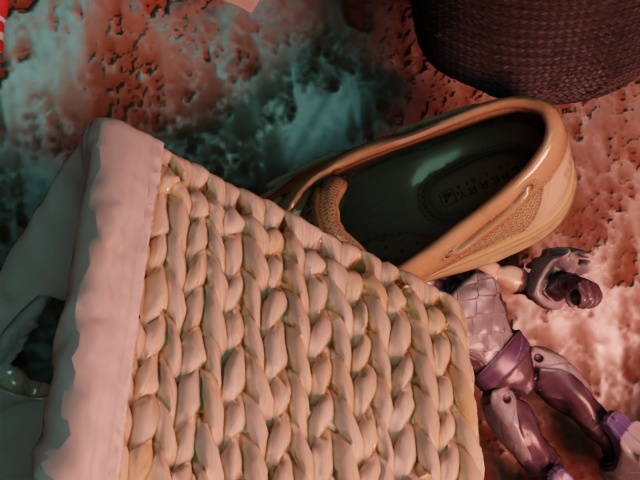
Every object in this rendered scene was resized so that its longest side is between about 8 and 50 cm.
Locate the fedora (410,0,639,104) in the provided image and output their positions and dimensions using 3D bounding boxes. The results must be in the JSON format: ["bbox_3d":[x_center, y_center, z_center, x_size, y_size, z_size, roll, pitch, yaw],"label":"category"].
[{"bbox_3d":[0.158,-0.195,1.171,0.334,0.334,0.152,-8,129,-15],"label":"fedora"}]

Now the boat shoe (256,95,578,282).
[{"bbox_3d":[0.000,0.000,1.136,0.341,0.110,0.121,-29,71,1],"label":"boat shoe"}]

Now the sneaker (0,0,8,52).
[{"bbox_3d":[-0.258,-0.142,1.136,0.118,0.042,0.067,-1,88,-17],"label":"sneaker"}]

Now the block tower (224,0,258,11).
[{"bbox_3d":[-0.017,-0.302,1.103,0.091,0.097,0.335,22,110,-20],"label":"block tower"}]

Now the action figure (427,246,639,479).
[{"bbox_3d":[0.138,0.097,1.211,0.185,0.099,0.285,-44,95,-10],"label":"action figure"}]

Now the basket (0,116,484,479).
[{"bbox_3d":[-0.096,0.174,0.993,0.266,0.331,0.328,25,122,-20],"label":"basket"}]
